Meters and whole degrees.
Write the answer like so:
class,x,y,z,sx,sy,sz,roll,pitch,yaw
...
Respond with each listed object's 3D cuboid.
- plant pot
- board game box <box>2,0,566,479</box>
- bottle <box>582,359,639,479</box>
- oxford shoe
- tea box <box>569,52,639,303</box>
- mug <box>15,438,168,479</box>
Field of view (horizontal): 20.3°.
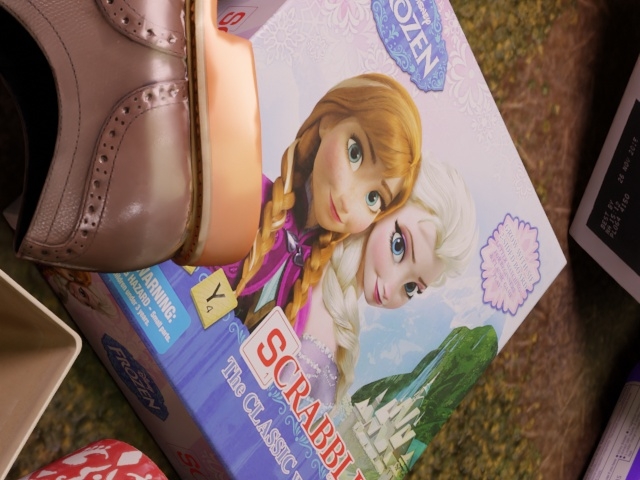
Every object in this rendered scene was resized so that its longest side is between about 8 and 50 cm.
class,x,y,z,sx,sy,sz,roll,pitch,yaw
plant pot,-0.206,0.060,0.890,0.109,0.096,0.109,46,65,-40
board game box,0.000,0.000,1.115,0.318,0.066,0.318,-50,128,-28
bottle,0.286,0.148,1.414,0.118,0.092,0.282,44,65,-41
oxford shoe,-0.120,-0.163,0.909,0.133,0.130,0.363,-6,82,-22
tea box,0.408,-0.091,1.292,0.324,0.220,0.329,-9,131,-34
mug,-0.145,0.191,0.946,0.169,0.150,0.113,-29,140,-45
